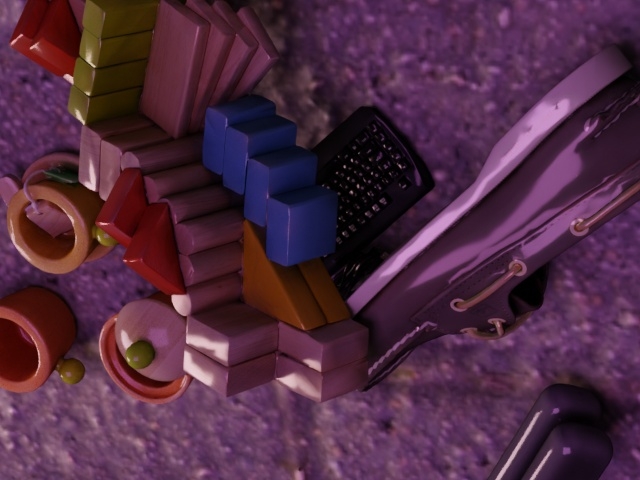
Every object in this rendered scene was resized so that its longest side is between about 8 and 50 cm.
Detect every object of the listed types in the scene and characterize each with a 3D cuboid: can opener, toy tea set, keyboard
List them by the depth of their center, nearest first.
[{"bbox_3d":[0.000,0.000,1.334,0.100,0.038,0.192,47,127,-1],"label":"keyboard"},{"bbox_3d":[0.135,0.217,1.366,0.093,0.074,0.280,9,127,-17],"label":"can opener"},{"bbox_3d":[-0.241,0.040,1.425,0.336,0.124,0.200,1,115,27],"label":"toy tea set"}]

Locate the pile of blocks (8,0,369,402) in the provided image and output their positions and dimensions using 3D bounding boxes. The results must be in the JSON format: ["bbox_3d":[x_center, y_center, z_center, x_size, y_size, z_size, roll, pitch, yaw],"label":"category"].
[{"bbox_3d":[-0.092,-0.055,1.238,0.362,0.113,0.149,57,137,17],"label":"pile of blocks"}]

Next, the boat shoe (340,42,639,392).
[{"bbox_3d":[0.108,0.009,1.238,0.091,0.109,0.305,46,122,5],"label":"boat shoe"}]
